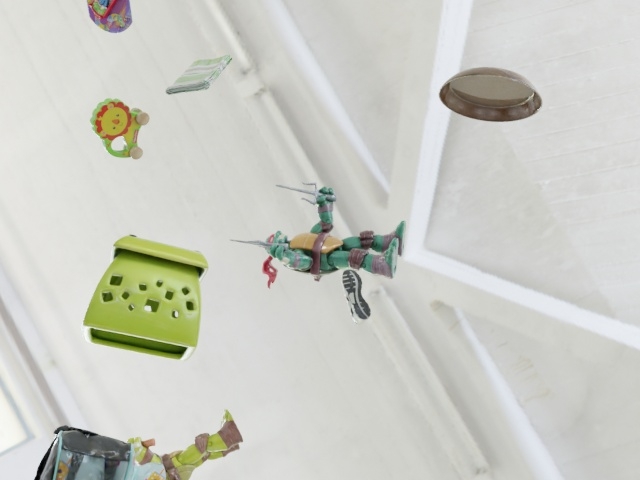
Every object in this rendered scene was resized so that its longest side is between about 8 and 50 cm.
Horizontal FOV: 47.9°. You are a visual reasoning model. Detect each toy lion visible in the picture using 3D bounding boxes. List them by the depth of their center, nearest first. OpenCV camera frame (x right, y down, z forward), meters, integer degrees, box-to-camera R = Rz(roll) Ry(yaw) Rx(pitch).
[{"bbox_3d":[-0.342,-0.189,1.214,0.034,0.096,0.100,34,-63,41],"label":"toy lion"}]

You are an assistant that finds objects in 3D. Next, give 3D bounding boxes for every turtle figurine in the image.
[{"bbox_3d":[0.000,0.000,1.045,0.234,0.175,0.118,7,-46,13],"label":"turtle figurine"},{"bbox_3d":[-0.228,0.346,1.116,0.087,0.217,0.269,51,-25,31],"label":"turtle figurine"}]

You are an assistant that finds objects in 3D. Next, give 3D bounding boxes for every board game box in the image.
[{"bbox_3d":[-0.502,-0.561,1.659,0.133,0.033,0.168,12,-61,25],"label":"board game box"}]

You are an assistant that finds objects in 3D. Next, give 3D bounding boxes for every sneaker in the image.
[{"bbox_3d":[0.060,0.105,1.329,0.043,0.040,0.109,115,-34,-56],"label":"sneaker"}]

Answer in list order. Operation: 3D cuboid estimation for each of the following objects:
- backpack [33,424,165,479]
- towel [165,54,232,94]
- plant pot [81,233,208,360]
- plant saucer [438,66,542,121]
[{"bbox_3d":[-0.242,0.305,0.755,0.145,0.188,0.166,21,-23,-13],"label":"backpack"},{"bbox_3d":[-0.278,-0.382,1.646,0.113,0.152,0.023,-2,-52,23],"label":"towel"},{"bbox_3d":[-0.356,0.119,1.501,0.228,0.227,0.207,136,-34,-67],"label":"plant pot"},{"bbox_3d":[0.281,-0.243,1.189,0.169,0.168,0.029,2,-105,38],"label":"plant saucer"}]
